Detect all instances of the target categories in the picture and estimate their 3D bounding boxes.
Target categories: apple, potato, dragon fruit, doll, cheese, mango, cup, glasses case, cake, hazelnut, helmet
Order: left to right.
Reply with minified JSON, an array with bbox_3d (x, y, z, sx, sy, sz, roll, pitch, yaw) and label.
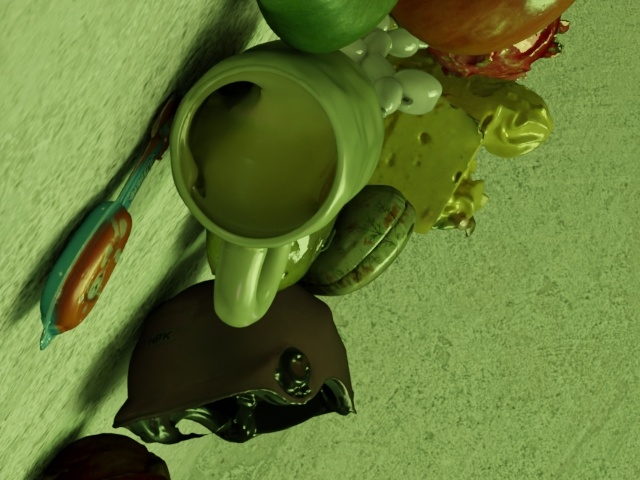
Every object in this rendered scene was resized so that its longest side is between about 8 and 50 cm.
[{"bbox_3d":[-0.262,0.313,1.752,0.170,0.160,0.202,-33,171,-23],"label":"hazelnut"},{"bbox_3d":[-0.181,-0.017,1.245,0.256,0.037,0.106,-61,176,-14],"label":"cheese"},{"bbox_3d":[-0.109,0.142,1.781,0.271,0.197,0.338,-19,160,39],"label":"helmet"},{"bbox_3d":[-0.047,-0.035,1.709,0.169,0.143,0.248,-43,-175,38],"label":"potato"},{"bbox_3d":[-0.028,-0.055,1.316,0.202,0.173,0.255,-49,129,-73],"label":"cup"},{"bbox_3d":[0.000,-0.241,1.193,0.156,0.114,0.251,-52,163,7],"label":"mango"},{"bbox_3d":[0.000,0.000,1.925,0.156,0.098,0.425,-47,-165,-14],"label":"glasses case"},{"bbox_3d":[0.071,-0.207,1.662,0.161,0.160,0.059,-53,174,-45],"label":"doll"},{"bbox_3d":[0.158,-0.157,2.006,0.227,0.286,0.222,-60,173,35],"label":"cake"},{"bbox_3d":[0.145,-0.308,1.394,0.241,0.242,0.242,-41,-175,40],"label":"apple"},{"bbox_3d":[0.214,-0.298,1.813,0.205,0.268,0.210,-26,-131,40],"label":"dragon fruit"}]

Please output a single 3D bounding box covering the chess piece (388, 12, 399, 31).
[{"bbox_3d":[0.031,-0.221,1.796,0.172,0.060,0.060,-51,173,-23],"label":"chess piece"}]
